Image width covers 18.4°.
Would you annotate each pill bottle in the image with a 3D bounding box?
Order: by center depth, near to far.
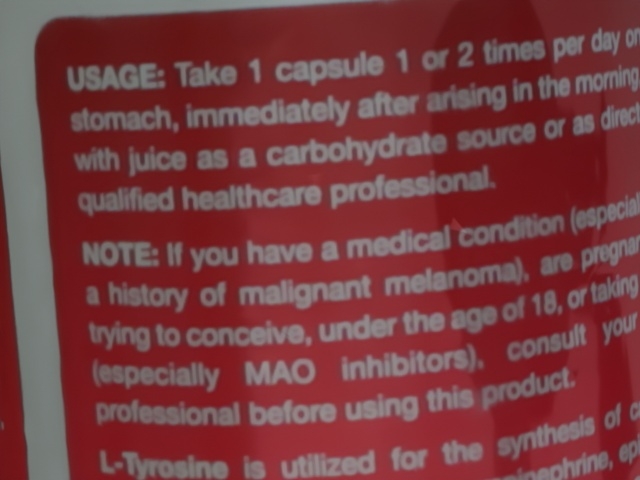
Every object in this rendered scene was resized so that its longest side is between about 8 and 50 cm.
[{"bbox_3d":[0.000,0.000,0.612,0.229,0.229,0.407,-23,111,-65],"label":"pill bottle"}]
